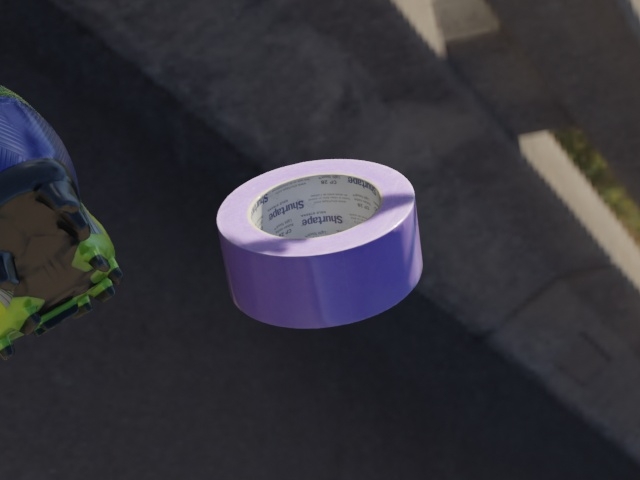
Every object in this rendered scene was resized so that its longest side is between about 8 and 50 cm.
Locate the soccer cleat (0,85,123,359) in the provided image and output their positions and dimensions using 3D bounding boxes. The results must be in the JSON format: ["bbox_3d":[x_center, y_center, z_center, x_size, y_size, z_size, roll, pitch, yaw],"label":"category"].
[{"bbox_3d":[-0.177,-0.016,0.833,0.121,0.093,0.289,53,-14,11],"label":"soccer cleat"}]

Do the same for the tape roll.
[{"bbox_3d":[0.000,0.000,1.442,0.189,0.189,0.080,-58,146,-54],"label":"tape roll"}]
